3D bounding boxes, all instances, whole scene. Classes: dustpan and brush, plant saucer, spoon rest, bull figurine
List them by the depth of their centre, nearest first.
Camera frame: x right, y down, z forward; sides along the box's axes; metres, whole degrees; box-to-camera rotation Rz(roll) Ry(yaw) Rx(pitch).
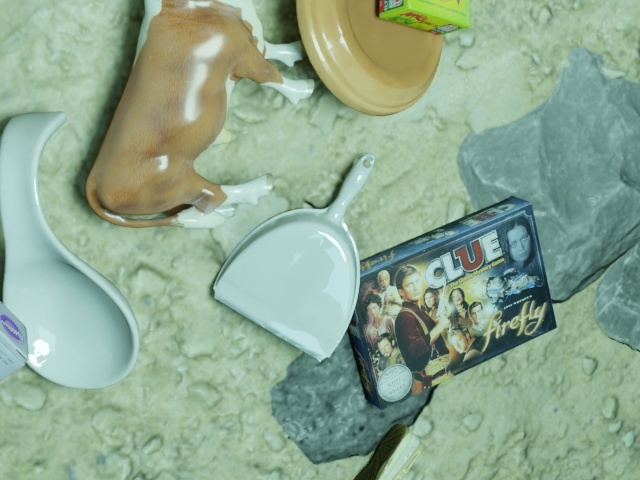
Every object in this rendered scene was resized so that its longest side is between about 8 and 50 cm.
[{"bbox_3d":[-0.250,0.022,1.157,0.137,0.084,0.276,-3,112,17],"label":"spoon rest"},{"bbox_3d":[-0.112,-0.148,1.179,0.188,0.101,0.310,19,106,-27],"label":"bull figurine"},{"bbox_3d":[0.060,-0.226,1.241,0.200,0.037,0.200,6,82,-43],"label":"plant saucer"},{"bbox_3d":[0.000,0.000,1.298,0.147,0.060,0.211,31,97,-6],"label":"dustpan and brush"}]

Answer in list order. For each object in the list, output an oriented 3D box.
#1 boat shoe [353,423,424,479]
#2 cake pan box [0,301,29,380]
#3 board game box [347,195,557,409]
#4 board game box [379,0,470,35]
[{"bbox_3d":[0.072,0.278,1.415,0.045,0.050,0.135,38,85,-23],"label":"boat shoe"},{"bbox_3d":[-0.425,0.079,1.068,0.246,0.070,0.267,-34,120,9],"label":"cake pan box"},{"bbox_3d":[0.145,0.069,1.400,0.243,0.042,0.165,-23,112,-19],"label":"board game box"},{"bbox_3d":[0.104,-0.306,1.236,0.092,0.043,0.181,7,80,-43],"label":"board game box"}]
